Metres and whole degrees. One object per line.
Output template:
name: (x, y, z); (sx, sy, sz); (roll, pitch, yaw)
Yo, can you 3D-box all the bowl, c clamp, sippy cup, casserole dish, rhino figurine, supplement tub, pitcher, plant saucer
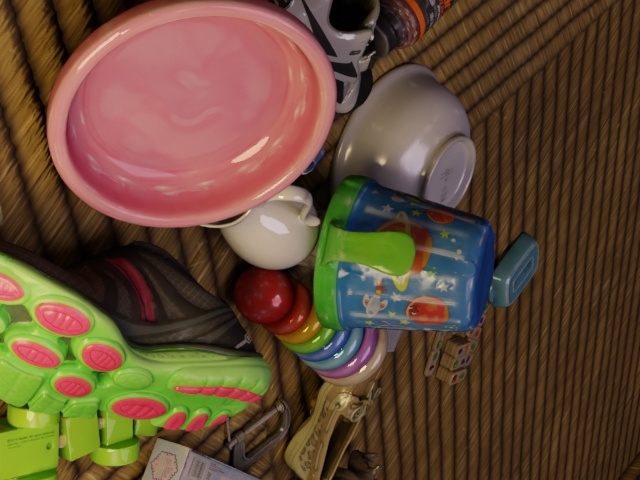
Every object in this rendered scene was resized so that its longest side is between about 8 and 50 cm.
bowl: (0.156, -0.124, 1.956); (0.298, 0.134, 0.297); (-35, 139, -38)
c clamp: (-0.100, 0.314, 2.009); (0.161, 0.022, 0.137); (-28, 135, -43)
sippy cup: (0.131, 0.034, 1.771); (0.305, 0.224, 0.240); (-56, 151, -55)
casserole dish: (0.413, 0.066, 2.561); (0.188, 0.037, 0.114); (-48, 145, -36)
rhino figurine: (0.034, 0.451, 2.231); (0.243, 0.106, 0.073); (-27, 135, -44)
supplement tub: (0.129, -0.350, 1.769); (0.198, 0.106, 0.106); (-47, 146, -25)
pitcher: (-0.063, -0.033, 1.654); (0.207, 0.178, 0.125); (32, 63, -58)
plant saucer: (-0.150, -0.157, 1.397); (0.332, 0.084, 0.332); (-12, 139, -11)

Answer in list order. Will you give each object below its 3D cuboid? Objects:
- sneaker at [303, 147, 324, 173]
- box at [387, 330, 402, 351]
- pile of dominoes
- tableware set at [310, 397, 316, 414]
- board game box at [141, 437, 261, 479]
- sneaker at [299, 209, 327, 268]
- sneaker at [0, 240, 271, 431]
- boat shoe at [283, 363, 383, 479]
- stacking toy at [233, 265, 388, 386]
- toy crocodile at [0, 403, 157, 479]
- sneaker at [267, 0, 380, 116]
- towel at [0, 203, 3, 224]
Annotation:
sneaker: (-0.074, -0.197, 1.558); (0.112, 0.131, 0.296); (-53, 146, -14)
box: (0.091, 0.125, 2.104); (0.137, 0.072, 0.126); (5, 110, -58)
pile of dominoes: (0.305, 0.173, 2.494); (0.196, 0.040, 0.251); (-10, 122, -53)
tableware set: (0.037, 0.271, 2.181); (0.154, 0.024, 0.104); (-30, 136, -42)
board game box: (-0.207, 0.496, 1.882); (0.319, 0.066, 0.317); (44, 63, -58)
sneaker: (0.000, 0.000, 1.879); (0.212, 0.080, 0.094); (18, 86, -58)
sneaker: (-0.264, 0.098, 1.471); (0.185, 0.202, 0.483); (-37, 144, 19)
boat shoe: (0.039, 0.304, 2.085); (0.105, 0.089, 0.285); (-6, 133, -48)
stacking toy: (-0.023, 0.117, 1.889); (0.141, 0.141, 0.330); (-60, 143, -6)
toy crocodile: (-0.328, 0.240, 1.546); (0.341, 0.105, 0.115); (-13, 107, -49)
sneaker: (0.027, -0.252, 1.547); (0.146, 0.122, 0.330); (-26, 165, 18)
towel: (-0.391, -0.052, 1.290); (0.110, 0.027, 0.148); (-39, 141, -35)
